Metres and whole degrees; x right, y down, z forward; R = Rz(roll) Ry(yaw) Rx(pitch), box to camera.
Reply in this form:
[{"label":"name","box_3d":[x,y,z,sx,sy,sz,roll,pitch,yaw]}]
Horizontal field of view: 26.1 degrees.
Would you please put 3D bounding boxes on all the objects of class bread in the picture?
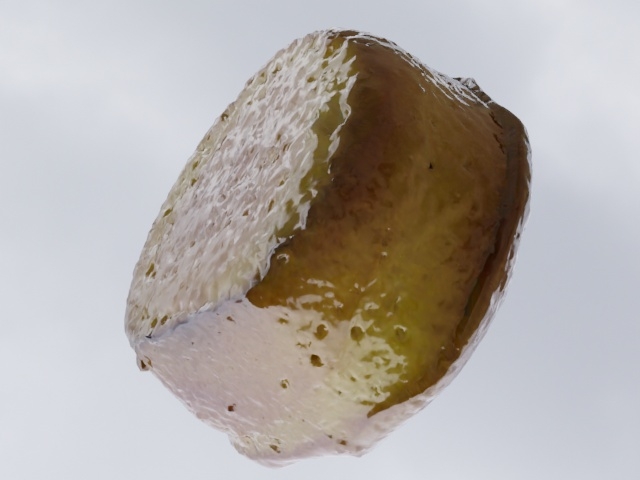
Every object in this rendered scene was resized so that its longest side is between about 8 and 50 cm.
[{"label":"bread","box_3d":[0.004,-0.003,0.931,0.172,0.312,0.312,34,-147,-26]}]
